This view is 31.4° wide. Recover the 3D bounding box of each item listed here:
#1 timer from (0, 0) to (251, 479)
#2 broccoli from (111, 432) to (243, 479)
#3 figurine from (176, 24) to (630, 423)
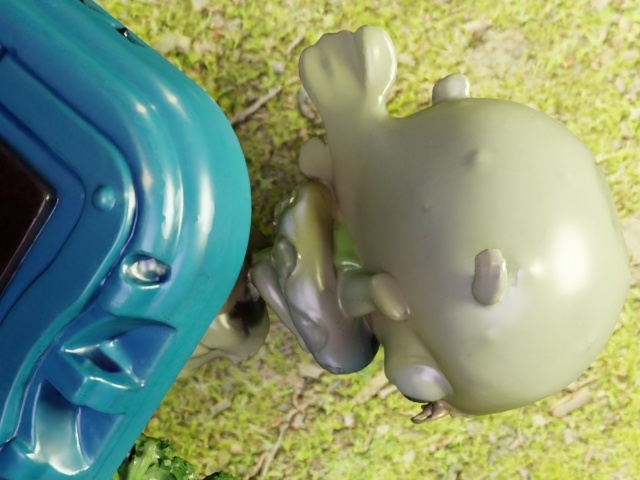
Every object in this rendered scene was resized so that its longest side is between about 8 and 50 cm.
[{"bbox_3d":[-0.219,0.004,0.738,0.309,0.115,0.340,39,106,21],"label":"timer"},{"bbox_3d":[-0.127,0.252,0.818,0.270,0.270,0.270,37,144,-11],"label":"broccoli"},{"bbox_3d":[0.000,0.000,0.782,0.394,0.226,0.274,-13,87,18],"label":"figurine"}]
